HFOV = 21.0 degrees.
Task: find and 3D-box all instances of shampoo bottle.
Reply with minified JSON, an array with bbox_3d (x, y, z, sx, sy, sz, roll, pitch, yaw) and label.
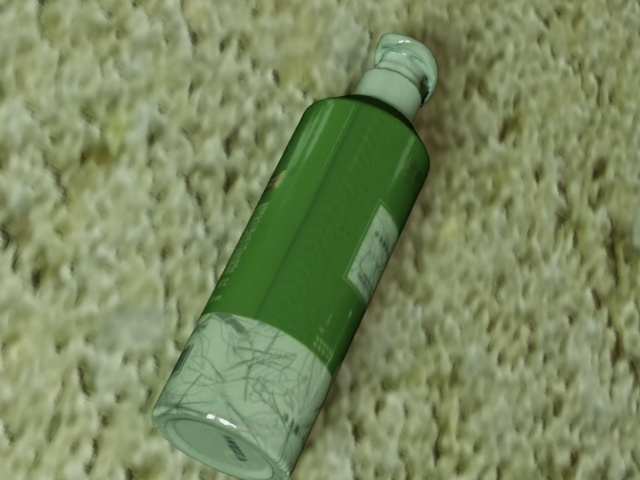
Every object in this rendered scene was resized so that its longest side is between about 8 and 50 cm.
[{"bbox_3d":[0.000,0.000,0.718,0.065,0.065,0.204,37,62,-24],"label":"shampoo bottle"}]
